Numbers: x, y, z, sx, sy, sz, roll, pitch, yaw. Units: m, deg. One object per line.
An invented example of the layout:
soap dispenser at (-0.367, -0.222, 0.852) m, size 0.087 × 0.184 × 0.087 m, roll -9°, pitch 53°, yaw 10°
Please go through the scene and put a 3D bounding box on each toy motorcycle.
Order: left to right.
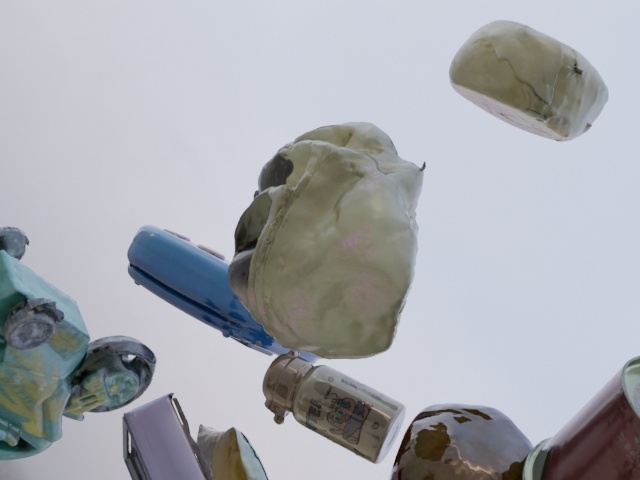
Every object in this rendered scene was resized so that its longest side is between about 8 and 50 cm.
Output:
toy motorcycle at (-0.278, 0.095, 0.740) m, size 0.109 × 0.198 × 0.296 m, roll 54°, pitch 2°, yaw 41°

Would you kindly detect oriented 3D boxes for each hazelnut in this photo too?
hazelnut at (0.175, 0.311, 1.139) m, size 0.208 × 0.208 × 0.208 m, roll 25°, pitch -56°, yaw 45°

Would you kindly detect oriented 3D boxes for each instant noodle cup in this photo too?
instant noodle cup at (0.363, 0.248, 0.995) m, size 0.235 × 0.234 × 0.178 m, roll 46°, pitch -52°, yaw 31°

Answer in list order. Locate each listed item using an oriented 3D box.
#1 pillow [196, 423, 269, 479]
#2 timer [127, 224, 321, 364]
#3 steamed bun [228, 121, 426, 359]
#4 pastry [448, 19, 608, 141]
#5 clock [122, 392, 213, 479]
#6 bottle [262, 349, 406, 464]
pillow at (-0.163, 0.513, 1.820) m, size 0.310 × 0.119 × 0.312 m, roll 146°, pitch -73°, yaw -71°
timer at (-0.147, 0.095, 1.530) m, size 0.340 × 0.309 × 0.115 m, roll 25°, pitch -94°, yaw 35°
steamed bun at (0.000, 0.000, 1.088) m, size 0.320 × 0.206 × 0.275 m, roll 107°, pitch -10°, yaw -82°
pastry at (0.336, -0.253, 1.481) m, size 0.265 × 0.264 × 0.133 m, roll 33°, pitch -87°, yaw 41°
clock at (-0.196, 0.301, 1.185) m, size 0.145 × 0.073 × 0.193 m, roll 61°, pitch -24°, yaw 24°
bottle at (0.011, 0.245, 1.351) m, size 0.209 × 0.097 × 0.110 m, roll 24°, pitch -96°, yaw 18°
